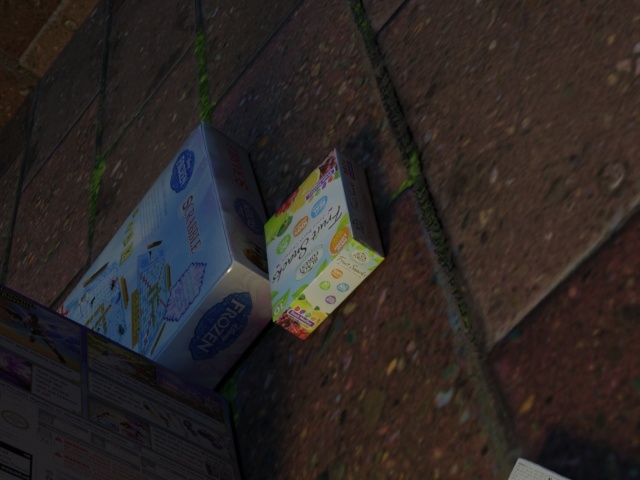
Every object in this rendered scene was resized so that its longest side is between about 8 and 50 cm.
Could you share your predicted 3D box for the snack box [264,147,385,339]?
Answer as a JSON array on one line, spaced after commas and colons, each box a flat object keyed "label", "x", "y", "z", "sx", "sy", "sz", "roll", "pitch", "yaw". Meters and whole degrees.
[{"label": "snack box", "x": 0.000, "y": 0.000, "z": 1.045, "sx": 0.100, "sy": 0.037, "sz": 0.141, "roll": -48, "pitch": 26, "yaw": 23}]

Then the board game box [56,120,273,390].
[{"label": "board game box", "x": -0.169, "y": 0.077, "z": 1.234, "sx": 0.318, "sy": 0.066, "sz": 0.319, "roll": -50, "pitch": 25, "yaw": 16}]

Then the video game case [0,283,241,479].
[{"label": "video game case", "x": -0.178, "y": 0.147, "z": 0.922, "sx": 0.061, "sy": 0.269, "sz": 0.244, "roll": -52, "pitch": 24, "yaw": 17}]

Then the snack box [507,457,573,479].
[{"label": "snack box", "x": 0.138, "y": 0.158, "z": 0.616, "sx": 0.064, "sy": 0.022, "sz": 0.178, "roll": -62, "pitch": 25, "yaw": -7}]
